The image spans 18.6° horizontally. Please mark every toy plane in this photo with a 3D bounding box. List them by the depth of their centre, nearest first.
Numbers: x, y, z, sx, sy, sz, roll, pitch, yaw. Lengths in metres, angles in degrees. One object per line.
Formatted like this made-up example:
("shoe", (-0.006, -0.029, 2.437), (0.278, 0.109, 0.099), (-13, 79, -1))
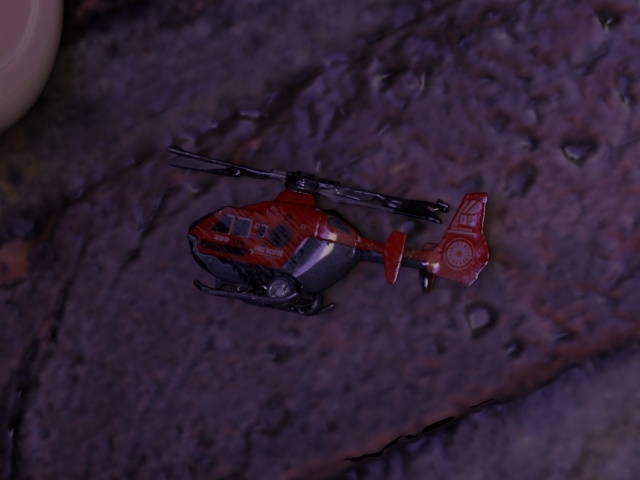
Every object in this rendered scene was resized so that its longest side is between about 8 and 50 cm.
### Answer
("toy plane", (0.000, 0.000, 0.779), (0.145, 0.037, 0.060), (8, 85, 26))

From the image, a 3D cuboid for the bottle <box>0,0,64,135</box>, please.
("bottle", (-0.240, -0.097, 0.823), (0.236, 0.147, 0.147), (-7, 89, 30))
